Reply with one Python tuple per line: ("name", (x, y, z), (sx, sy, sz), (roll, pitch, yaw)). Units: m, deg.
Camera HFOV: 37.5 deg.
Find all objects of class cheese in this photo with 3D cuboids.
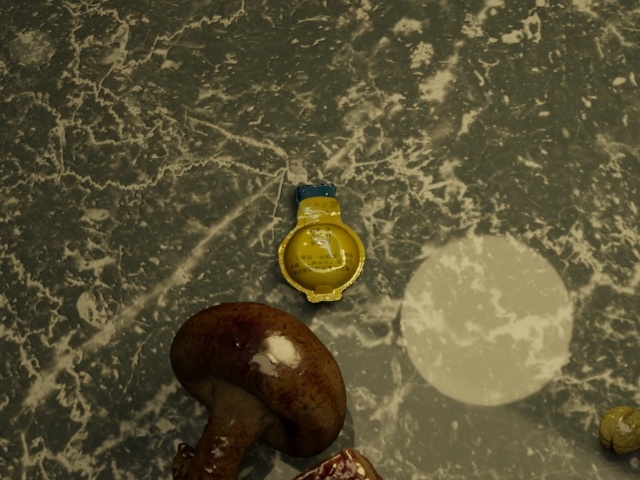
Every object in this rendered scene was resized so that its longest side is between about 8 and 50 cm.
("cheese", (0.000, 0.000, 1.907), (0.177, 0.069, 0.270), (-6, 63, 1))

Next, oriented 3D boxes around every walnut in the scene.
("walnut", (0.548, 0.342, 1.704), (0.092, 0.092, 0.092), (-2, 66, 4))

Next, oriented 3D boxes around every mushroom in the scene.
("mushroom", (-0.152, 0.283, 1.676), (0.356, 0.334, 0.331), (-33, 67, -20))

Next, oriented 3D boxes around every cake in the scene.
("cake", (0.030, 0.463, 1.583), (0.198, 0.293, 0.196), (-29, 67, -3))
